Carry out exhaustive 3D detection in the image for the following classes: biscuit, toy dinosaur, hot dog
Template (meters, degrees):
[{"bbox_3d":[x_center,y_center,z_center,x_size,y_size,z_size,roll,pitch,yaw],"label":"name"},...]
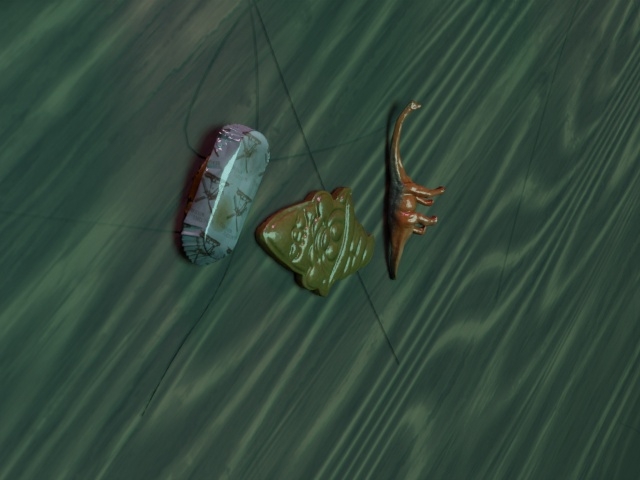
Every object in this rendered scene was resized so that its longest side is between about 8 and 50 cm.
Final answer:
[{"bbox_3d":[0.000,0.000,1.558,0.250,0.035,0.162,5,89,-48],"label":"biscuit"},{"bbox_3d":[0.141,-0.073,1.683,0.101,0.055,0.279,7,94,-27],"label":"toy dinosaur"},{"bbox_3d":[-0.123,-0.058,1.384,0.099,0.053,0.192,26,80,-47],"label":"hot dog"}]
